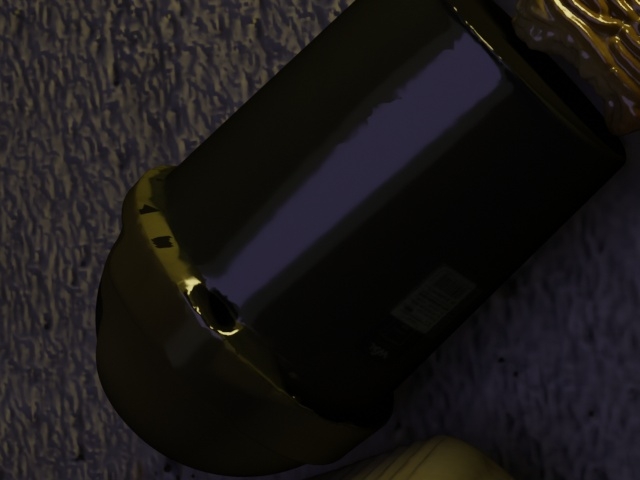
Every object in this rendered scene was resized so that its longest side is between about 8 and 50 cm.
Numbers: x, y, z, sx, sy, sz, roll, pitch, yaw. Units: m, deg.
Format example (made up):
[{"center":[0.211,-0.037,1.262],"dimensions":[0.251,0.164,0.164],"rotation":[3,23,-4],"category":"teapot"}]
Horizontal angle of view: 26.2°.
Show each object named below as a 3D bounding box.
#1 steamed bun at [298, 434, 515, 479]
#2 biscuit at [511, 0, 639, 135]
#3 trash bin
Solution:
[{"center":[-0.033,0.281,0.837],"dimensions":[0.384,0.247,0.236],"rotation":[-18,101,31],"category":"steamed bun"},{"center":[0.174,-0.186,0.782],"dimensions":[0.176,0.031,0.228],"rotation":[-29,79,0],"category":"biscuit"},{"center":[0.000,0.000,0.827],"dimensions":[0.334,0.214,0.214],"rotation":[-47,68,18],"category":"trash bin"}]
